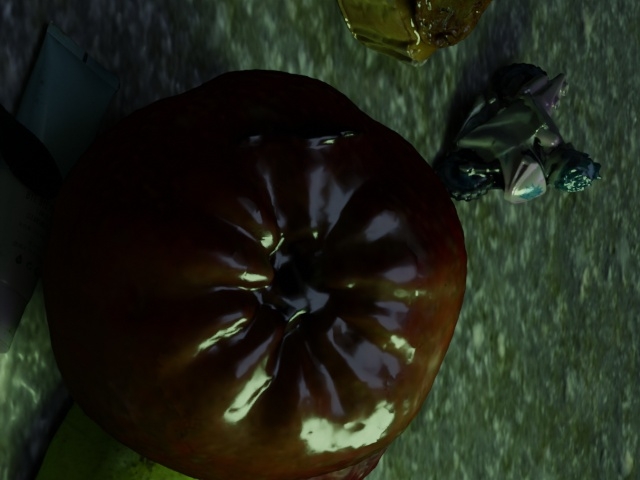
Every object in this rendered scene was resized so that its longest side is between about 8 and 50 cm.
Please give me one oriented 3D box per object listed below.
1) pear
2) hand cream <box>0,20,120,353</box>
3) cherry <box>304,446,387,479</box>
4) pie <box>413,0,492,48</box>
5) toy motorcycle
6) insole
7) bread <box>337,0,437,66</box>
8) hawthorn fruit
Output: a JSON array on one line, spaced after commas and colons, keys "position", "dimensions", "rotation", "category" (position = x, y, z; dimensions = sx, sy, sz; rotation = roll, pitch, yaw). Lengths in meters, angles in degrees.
[{"position": [-0.148, 0.228, 1.654], "dimensions": [0.288, 0.139, 0.239], "rotation": [29, 66, -52], "category": "pear"}, {"position": [-0.278, -0.050, 1.498], "dimensions": [0.111, 0.070, 0.312], "rotation": [42, 56, -45], "category": "hand cream"}, {"position": [0.004, 0.180, 1.763], "dimensions": [0.192, 0.175, 0.249], "rotation": [0, 124, -39], "category": "cherry"}, {"position": [0.151, -0.265, 1.825], "dimensions": [0.191, 0.033, 0.088], "rotation": [-20, 129, -49], "category": "pie"}, {"position": [0.284, -0.126, 2.071], "dimensions": [0.239, 0.204, 0.108], "rotation": [-64, 156, -15], "category": "toy motorcycle"}, {"position": [-0.287, -0.094, 1.461], "dimensions": [0.135, 0.002, 0.045], "rotation": [49, 57, -11], "category": "insole"}, {"position": [0.135, -0.348, 1.907], "dimensions": [0.288, 0.119, 0.152], "rotation": [-52, 137, -32], "category": "bread"}, {"position": [-0.082, 0.030, 1.500], "dimensions": [0.403, 0.403, 0.402], "rotation": [-13, 107, -50], "category": "hawthorn fruit"}]
